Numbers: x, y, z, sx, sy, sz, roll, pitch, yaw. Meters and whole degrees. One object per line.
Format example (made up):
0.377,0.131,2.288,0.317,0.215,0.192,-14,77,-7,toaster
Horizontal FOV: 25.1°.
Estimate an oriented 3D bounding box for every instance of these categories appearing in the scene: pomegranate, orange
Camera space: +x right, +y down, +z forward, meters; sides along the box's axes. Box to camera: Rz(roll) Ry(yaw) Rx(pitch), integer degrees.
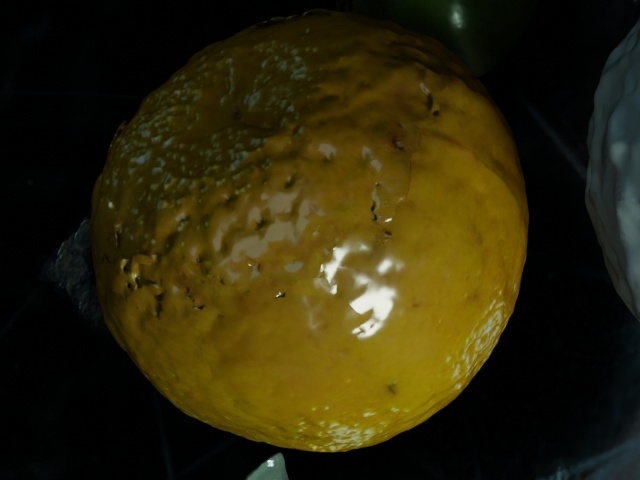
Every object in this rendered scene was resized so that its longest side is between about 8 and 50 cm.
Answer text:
0.094,-0.224,1.193,0.179,0.210,0.179,-1,85,10,pomegranate
0.000,0.000,1.107,0.340,0.293,0.341,-19,43,19,orange

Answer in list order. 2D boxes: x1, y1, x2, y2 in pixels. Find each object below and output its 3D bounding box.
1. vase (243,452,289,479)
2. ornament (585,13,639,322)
0.064,0.310,1.050,0.300,0.156,0.251,11,90,27,vase
0.326,-0.040,0.905,0.337,0.337,0.337,-11,66,27,ornament
